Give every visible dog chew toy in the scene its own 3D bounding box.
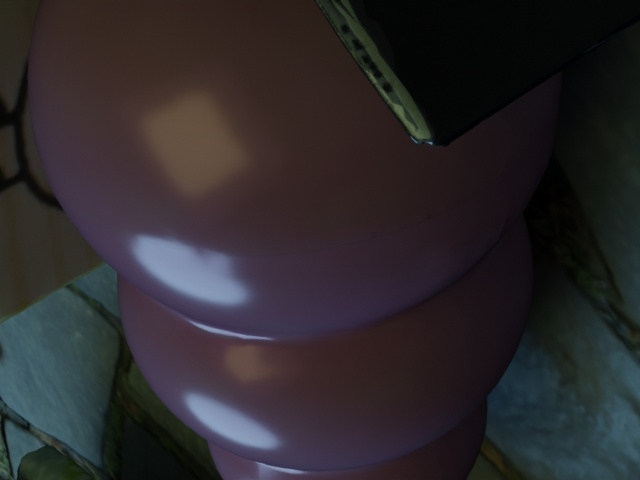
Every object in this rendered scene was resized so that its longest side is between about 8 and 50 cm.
[{"bbox_3d":[0.000,0.000,0.694,0.206,0.206,0.332,26,141,35],"label":"dog chew toy"}]

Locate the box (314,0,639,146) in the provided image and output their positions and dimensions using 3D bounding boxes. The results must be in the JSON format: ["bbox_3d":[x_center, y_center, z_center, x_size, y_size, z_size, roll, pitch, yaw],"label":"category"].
[{"bbox_3d":[0.086,-0.123,0.457,0.108,0.207,0.153,58,-175,0],"label":"box"}]

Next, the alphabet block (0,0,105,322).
[{"bbox_3d":[-0.155,-0.112,0.784,0.193,0.192,0.197,29,135,35],"label":"alphabet block"}]

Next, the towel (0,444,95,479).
[{"bbox_3d":[-0.077,0.331,1.031,0.374,0.090,0.320,37,150,33],"label":"towel"}]
